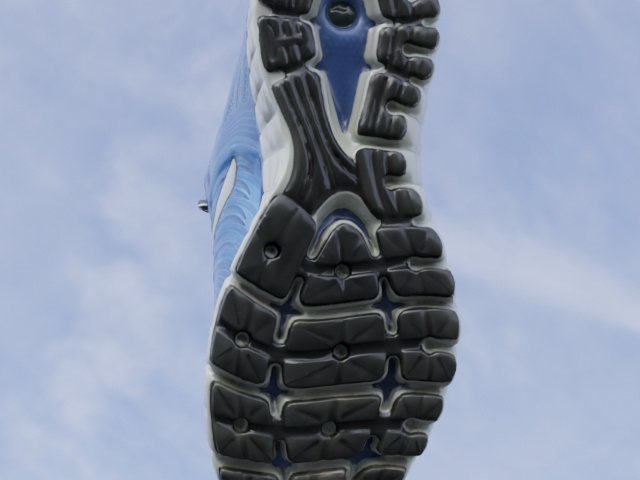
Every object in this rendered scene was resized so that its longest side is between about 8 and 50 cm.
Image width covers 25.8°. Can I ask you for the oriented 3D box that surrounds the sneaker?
[{"bbox_3d":[0.000,0.000,0.763,0.130,0.330,0.147,8,-14,-10],"label":"sneaker"}]
